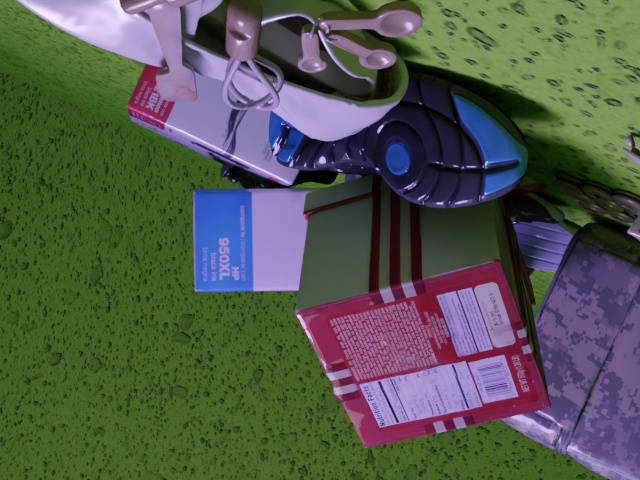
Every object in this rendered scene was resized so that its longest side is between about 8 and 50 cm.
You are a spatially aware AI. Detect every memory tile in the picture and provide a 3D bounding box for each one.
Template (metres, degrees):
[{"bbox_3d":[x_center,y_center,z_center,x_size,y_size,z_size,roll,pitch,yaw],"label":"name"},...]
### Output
[{"bbox_3d":[0.338,-0.036,1.035,0.148,0.012,0.113,23,176,40],"label":"memory tile"}]

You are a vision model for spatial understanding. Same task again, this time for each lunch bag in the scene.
[{"bbox_3d":[0.405,0.164,1.187,0.256,0.305,0.212,25,178,29],"label":"lunch bag"}]

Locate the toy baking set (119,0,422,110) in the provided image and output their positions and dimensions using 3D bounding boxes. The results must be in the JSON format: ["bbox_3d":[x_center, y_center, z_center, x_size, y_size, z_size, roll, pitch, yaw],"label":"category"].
[{"bbox_3d":[-0.043,-0.152,0.683,0.256,0.030,0.197,-12,156,24],"label":"toy baking set"}]

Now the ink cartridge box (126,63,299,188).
[{"bbox_3d":[-0.151,-0.187,1.451,0.273,0.114,0.197,24,177,-9],"label":"ink cartridge box"}]

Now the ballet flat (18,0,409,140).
[{"bbox_3d":[-0.076,-0.196,0.767,0.400,0.139,0.139,22,180,-40],"label":"ballet flat"}]

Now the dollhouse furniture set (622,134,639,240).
[{"bbox_3d":[0.295,-0.039,0.798,0.114,0.091,0.081,24,-166,-49],"label":"dollhouse furniture set"}]

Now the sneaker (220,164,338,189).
[{"bbox_3d":[-0.079,-0.131,1.730,0.109,0.130,0.286,30,173,-42],"label":"sneaker"}]

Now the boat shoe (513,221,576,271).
[{"bbox_3d":[0.272,-0.026,1.337,0.226,0.083,0.076,23,-155,11],"label":"boat shoe"}]

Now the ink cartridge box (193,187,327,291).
[{"bbox_3d":[0.000,0.000,1.553,0.395,0.166,0.285,-1,179,0],"label":"ink cartridge box"}]

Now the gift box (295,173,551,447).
[{"bbox_3d":[0.140,0.055,1.069,0.276,0.258,0.255,-12,125,11],"label":"gift box"}]

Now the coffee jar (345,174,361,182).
[{"bbox_3d":[0.128,-0.077,1.199,0.184,0.096,0.079,26,146,4],"label":"coffee jar"}]

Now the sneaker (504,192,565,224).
[{"bbox_3d":[0.252,-0.036,1.236,0.061,0.065,0.158,27,177,-41],"label":"sneaker"}]

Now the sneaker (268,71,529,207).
[{"bbox_3d":[0.093,-0.116,0.972,0.139,0.125,0.341,-5,-163,-39],"label":"sneaker"}]

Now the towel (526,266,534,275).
[{"bbox_3d":[0.193,0.108,1.365,0.237,0.329,0.037,-31,96,43],"label":"towel"}]
